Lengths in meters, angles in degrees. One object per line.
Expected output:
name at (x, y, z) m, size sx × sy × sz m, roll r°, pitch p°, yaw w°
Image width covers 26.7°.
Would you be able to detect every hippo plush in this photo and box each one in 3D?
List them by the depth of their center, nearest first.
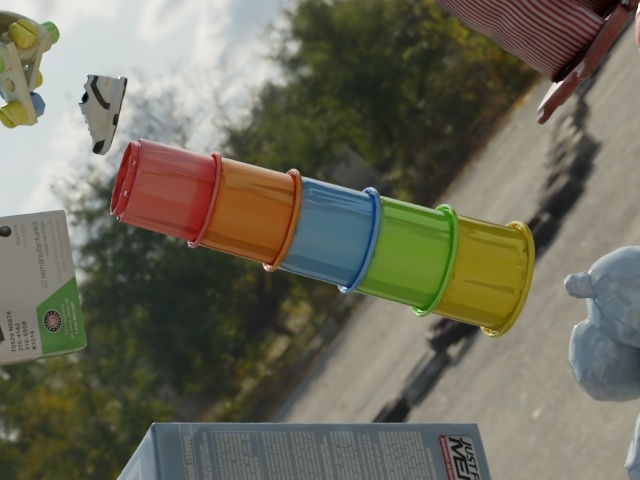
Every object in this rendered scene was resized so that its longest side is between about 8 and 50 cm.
hippo plush at (0.339, 0.109, 1.356) m, size 0.234 × 0.236 × 0.294 m, roll -16°, pitch -53°, yaw -38°

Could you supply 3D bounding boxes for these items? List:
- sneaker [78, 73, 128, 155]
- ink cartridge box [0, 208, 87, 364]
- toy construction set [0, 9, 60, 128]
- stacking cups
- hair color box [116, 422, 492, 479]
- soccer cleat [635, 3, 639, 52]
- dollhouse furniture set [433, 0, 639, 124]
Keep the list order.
sneaker at (-0.223, -0.130, 1.362) m, size 0.109 × 0.043 × 0.040 m, roll 112°, pitch 167°, yaw -47°
ink cartridge box at (-0.382, 0.061, 1.467) m, size 0.219 × 0.160 × 0.092 m, roll -9°, pitch -5°, yaw -25°
toy construction set at (-0.378, -0.311, 1.549) m, size 0.151 × 0.215 × 0.328 m, roll -25°, pitch -40°, yaw -56°
stacking cups at (0.000, 0.000, 1.021) m, size 0.096 × 0.316 × 0.096 m, roll -168°, pitch 90°, yaw -75°
hair color box at (-0.021, 0.281, 1.441) m, size 0.185 × 0.374 × 0.114 m, roll 126°, pitch 141°, yaw -50°
soccer cleat at (0.427, -0.236, 1.336) m, size 0.248 × 0.095 × 0.083 m, roll -20°, pitch -22°, yaw 36°
dollhouse furniture set at (0.187, -0.269, 1.029) m, size 0.152 × 0.201 × 0.374 m, roll -54°, pitch -3°, yaw -21°
